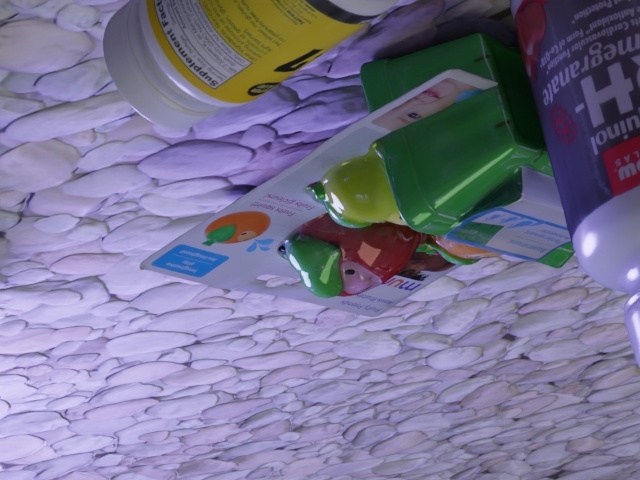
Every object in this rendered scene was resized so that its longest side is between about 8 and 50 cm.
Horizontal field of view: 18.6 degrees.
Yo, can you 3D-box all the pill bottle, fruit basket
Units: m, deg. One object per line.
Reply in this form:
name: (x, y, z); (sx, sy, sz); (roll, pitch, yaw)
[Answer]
pill bottle: (-0.048, -0.164, 1.328); (0.119, 0.119, 0.208); (9, 151, -43)
fruit basket: (0.078, -0.020, 1.660); (0.353, 0.165, 0.327); (-37, 149, 29)
pill bottle: (0.260, -0.068, 1.456); (0.176, 0.319, 0.176); (-11, 158, -4)

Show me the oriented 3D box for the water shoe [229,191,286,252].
water shoe: (0.000, 0.000, 1.819); (0.073, 0.080, 0.203); (-29, 153, 37)
